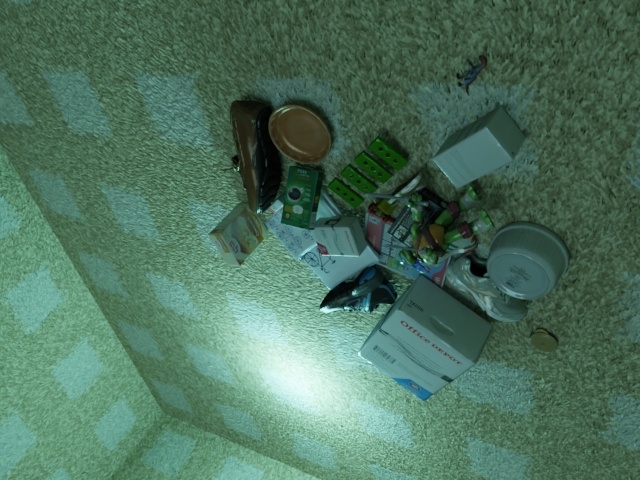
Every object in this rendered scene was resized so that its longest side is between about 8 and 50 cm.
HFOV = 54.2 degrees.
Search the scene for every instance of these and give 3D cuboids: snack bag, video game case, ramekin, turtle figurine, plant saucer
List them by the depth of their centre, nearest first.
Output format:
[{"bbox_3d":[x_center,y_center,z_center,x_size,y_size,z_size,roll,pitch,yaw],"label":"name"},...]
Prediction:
[{"bbox_3d":[0.291,-0.043,1.623,0.266,0.198,0.275,-31,110,15],"label":"turtle figurine"},{"bbox_3d":[0.545,0.063,1.671,0.207,0.109,0.207,21,139,20],"label":"ramekin"},{"bbox_3d":[-0.055,-0.313,1.817,0.200,0.037,0.200,16,137,16],"label":"plant saucer"},{"bbox_3d":[0.262,0.031,1.932,0.285,0.025,0.204,23,139,18],"label":"video game case"},{"bbox_3d":[0.000,0.000,2.072,0.342,0.037,0.323,49,140,-4],"label":"snack bag"}]

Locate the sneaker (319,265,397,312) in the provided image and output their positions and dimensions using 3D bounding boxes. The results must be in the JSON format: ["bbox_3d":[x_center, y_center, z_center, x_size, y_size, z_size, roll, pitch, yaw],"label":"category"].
[{"bbox_3d":[0.120,0.205,2.143,0.139,0.125,0.341,43,144,-13],"label":"sneaker"}]

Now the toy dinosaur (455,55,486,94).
[{"bbox_3d":[0.352,-0.389,1.443,0.082,0.047,0.090,-17,150,37],"label":"toy dinosaur"}]

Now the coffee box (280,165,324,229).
[{"bbox_3d":[-0.056,-0.131,1.928,0.113,0.040,0.184,14,101,33],"label":"coffee box"}]

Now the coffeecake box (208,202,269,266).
[{"bbox_3d":[-0.283,-0.022,2.182,0.068,0.185,0.142,-2,127,40],"label":"coffeecake box"}]

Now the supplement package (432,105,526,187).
[{"bbox_3d":[0.383,-0.223,1.514,0.105,0.105,0.179,48,141,-11],"label":"supplement package"}]

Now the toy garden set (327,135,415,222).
[{"bbox_3d":[0.171,-0.170,1.780,0.204,0.049,0.244,36,135,-13],"label":"toy garden set"}]

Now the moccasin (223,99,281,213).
[{"bbox_3d":[-0.215,-0.251,1.936,0.147,0.139,0.380,18,138,26],"label":"moccasin"}]

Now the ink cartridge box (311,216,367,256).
[{"bbox_3d":[0.058,-0.012,1.938,0.150,0.063,0.109,1,124,38],"label":"ink cartridge box"}]

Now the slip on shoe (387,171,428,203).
[{"bbox_3d":[0.239,-0.136,1.713,0.041,0.051,0.135,42,126,-11],"label":"slip on shoe"}]

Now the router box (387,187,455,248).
[{"bbox_3d":[0.291,-0.052,1.785,0.133,0.046,0.179,36,131,3],"label":"router box"}]

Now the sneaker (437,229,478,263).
[{"bbox_3d":[0.359,0.008,1.764,0.161,0.057,0.075,-18,116,6],"label":"sneaker"}]

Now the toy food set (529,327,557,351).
[{"bbox_3d":[0.672,0.304,1.883,0.083,0.020,0.082,34,142,5],"label":"toy food set"}]

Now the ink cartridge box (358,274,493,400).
[{"bbox_3d":[0.333,0.328,2.042,0.285,0.166,0.395,35,147,4],"label":"ink cartridge box"}]

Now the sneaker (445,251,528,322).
[{"bbox_3d":[0.490,0.132,1.792,0.262,0.099,0.121,34,143,4],"label":"sneaker"}]

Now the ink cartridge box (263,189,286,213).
[{"bbox_3d":[-0.140,-0.121,2.068,0.029,0.063,0.115,42,143,-7],"label":"ink cartridge box"}]
